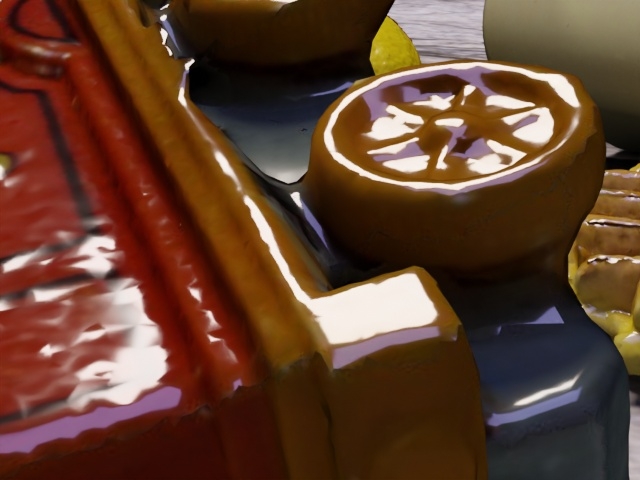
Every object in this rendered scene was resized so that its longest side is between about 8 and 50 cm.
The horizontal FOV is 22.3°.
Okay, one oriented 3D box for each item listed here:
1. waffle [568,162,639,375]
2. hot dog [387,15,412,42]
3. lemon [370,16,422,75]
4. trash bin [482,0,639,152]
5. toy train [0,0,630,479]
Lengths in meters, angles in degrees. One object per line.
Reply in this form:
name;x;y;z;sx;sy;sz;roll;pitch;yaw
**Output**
waffle;0.231;0.015;0.758;0.301;0.058;0.282;15;22;34
hot dog;-0.019;-0.139;1.136;0.160;0.099;0.227;33;18;0
lemon;0.011;-0.090;0.985;0.109;0.109;0.133;-4;42;-18
trash bin;0.255;-0.102;0.957;0.247;0.121;0.243;13;-4;41
toy train;-0.046;0.028;0.461;0.232;0.163;0.369;-14;31;-13
